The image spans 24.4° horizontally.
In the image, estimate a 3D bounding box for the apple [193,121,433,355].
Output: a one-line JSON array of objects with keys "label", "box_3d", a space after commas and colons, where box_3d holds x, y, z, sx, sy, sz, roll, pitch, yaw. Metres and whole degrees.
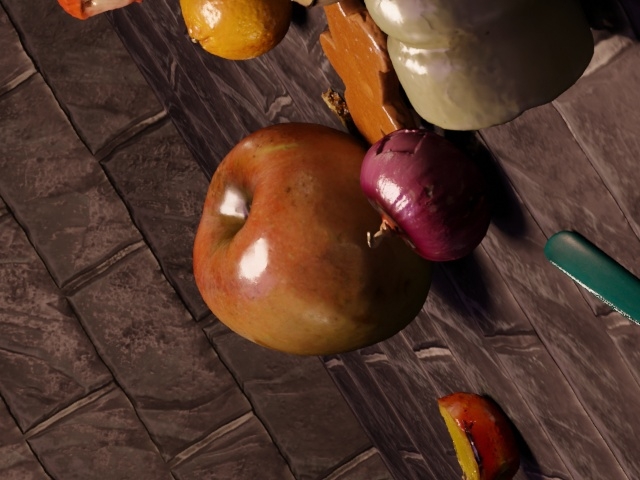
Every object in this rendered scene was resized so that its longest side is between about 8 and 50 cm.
[{"label": "apple", "box_3d": [0.000, 0.000, 2.101, 0.305, 0.338, 0.338, 16, -168, -28]}]

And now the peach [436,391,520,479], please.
[{"label": "peach", "box_3d": [0.260, 0.314, 2.369, 0.127, 0.092, 0.172, 98, 151, -66]}]

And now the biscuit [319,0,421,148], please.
[{"label": "biscuit", "box_3d": [0.063, -0.214, 1.897, 0.205, 0.049, 0.324, 53, 167, 34]}]

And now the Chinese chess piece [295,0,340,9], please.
[{"label": "Chinese chess piece", "box_3d": [-0.027, -0.386, 1.685, 0.249, 0.103, 0.250, 56, 169, 16]}]

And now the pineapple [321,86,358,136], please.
[{"label": "pineapple", "box_3d": [0.030, -0.191, 2.186, 0.083, 0.019, 0.045, 56, 175, 10]}]

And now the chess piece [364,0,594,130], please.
[{"label": "chess piece", "box_3d": [0.070, -0.310, 1.217, 0.442, 0.234, 0.234, 59, 170, -31]}]

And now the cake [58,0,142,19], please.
[{"label": "cake", "box_3d": [-0.260, -0.473, 1.896, 0.270, 0.319, 0.269, 56, 168, 14]}]

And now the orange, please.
[{"label": "orange", "box_3d": [-0.121, -0.342, 2.105, 0.177, 0.155, 0.177, 51, 154, 37]}]

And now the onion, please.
[{"label": "onion", "box_3d": [0.127, -0.054, 1.801, 0.177, 0.153, 0.177, 32, -161, -13]}]

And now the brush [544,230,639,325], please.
[{"label": "brush", "box_3d": [0.305, 0.045, 1.571, 0.032, 0.043, 0.193, 43, 180, -42]}]
